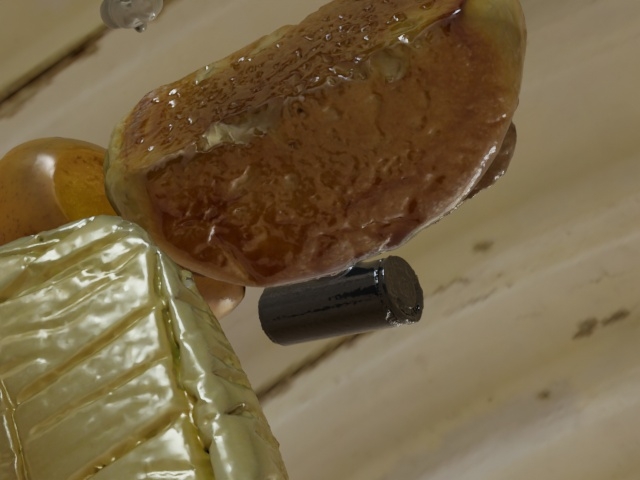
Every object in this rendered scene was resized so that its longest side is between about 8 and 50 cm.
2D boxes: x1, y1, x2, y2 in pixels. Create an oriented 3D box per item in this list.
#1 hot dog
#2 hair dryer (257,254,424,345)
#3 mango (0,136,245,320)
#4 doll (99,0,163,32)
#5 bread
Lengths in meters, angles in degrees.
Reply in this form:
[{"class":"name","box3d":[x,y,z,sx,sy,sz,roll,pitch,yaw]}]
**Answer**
[{"class":"hot dog","box3d":[0.016,-0.085,1.170,0.223,0.405,0.185,60,9,-34]},{"class":"hair dryer","box3d":[0.000,0.000,1.569,0.197,0.089,0.251,-14,-83,31]},{"class":"mango","box3d":[-0.216,0.008,1.327,0.290,0.160,0.191,28,-32,-15]},{"class":"doll","box3d":[-0.221,-0.298,1.358,0.106,0.062,0.162,16,-50,56]},{"class":"bread","box3d":[-0.099,0.100,0.649,0.106,0.140,0.236,70,-6,-57]}]
